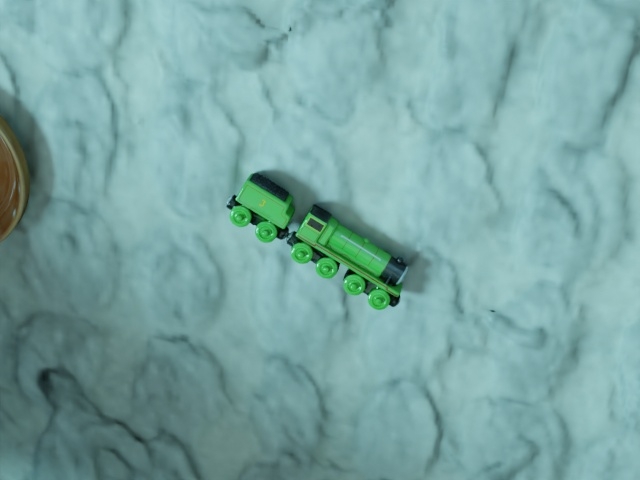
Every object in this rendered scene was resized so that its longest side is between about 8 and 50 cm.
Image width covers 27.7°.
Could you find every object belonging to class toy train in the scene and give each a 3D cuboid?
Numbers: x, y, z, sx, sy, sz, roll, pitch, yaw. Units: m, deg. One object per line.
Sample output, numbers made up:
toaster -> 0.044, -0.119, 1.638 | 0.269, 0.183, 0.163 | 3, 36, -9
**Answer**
toy train -> 0.000, 0.000, 0.537 | 0.083, 0.017, 0.023 | 31, 111, -4

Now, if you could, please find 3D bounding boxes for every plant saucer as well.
plant saucer -> -0.165, -0.032, 0.563 | 0.084, 0.013, 0.083 | 7, 120, 12
